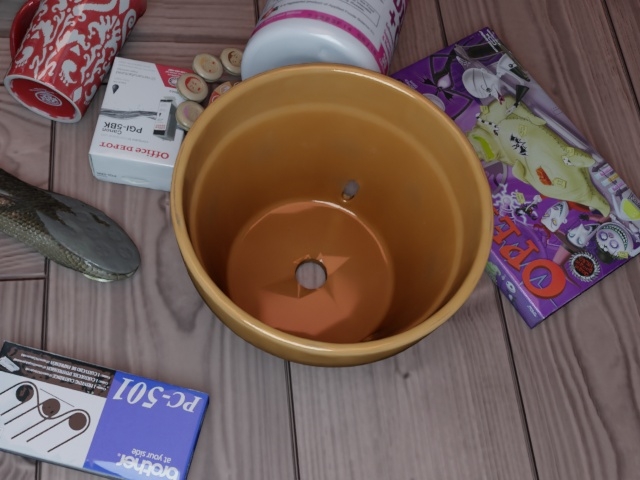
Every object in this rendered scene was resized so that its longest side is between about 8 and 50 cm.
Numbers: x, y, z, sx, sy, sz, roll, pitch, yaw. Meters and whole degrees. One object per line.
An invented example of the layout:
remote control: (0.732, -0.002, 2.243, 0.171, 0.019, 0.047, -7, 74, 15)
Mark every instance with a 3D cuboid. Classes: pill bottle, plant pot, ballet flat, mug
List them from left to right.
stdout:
ballet flat: (-0.308, -0.021, 0.813, 0.249, 0.058, 0.084, 28, 29, -1)
mug: (-0.297, -0.228, 0.894, 0.113, 0.150, 0.169, 33, 64, -33)
plant pot: (0.000, 0.000, 0.762, 0.290, 0.203, 0.291, 3, 66, -7)
pill bottle: (0.020, -0.274, 0.903, 0.160, 0.160, 0.283, 17, 55, 0)

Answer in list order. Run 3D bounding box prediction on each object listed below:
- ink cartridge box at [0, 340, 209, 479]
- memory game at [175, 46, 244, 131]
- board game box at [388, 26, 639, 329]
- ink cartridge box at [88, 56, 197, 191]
ink cartridge box: (-0.220, 0.173, 0.737, 0.207, 0.046, 0.097, 15, 65, -2)
memory game: (-0.082, -0.147, 0.889, 0.186, 0.012, 0.186, 13, 63, -25)
board game box: (0.227, -0.089, 0.924, 0.208, 0.056, 0.347, -31, 74, -16)
ink cartridge box: (-0.200, -0.134, 0.874, 0.099, 0.056, 0.135, 8, 64, -5)
